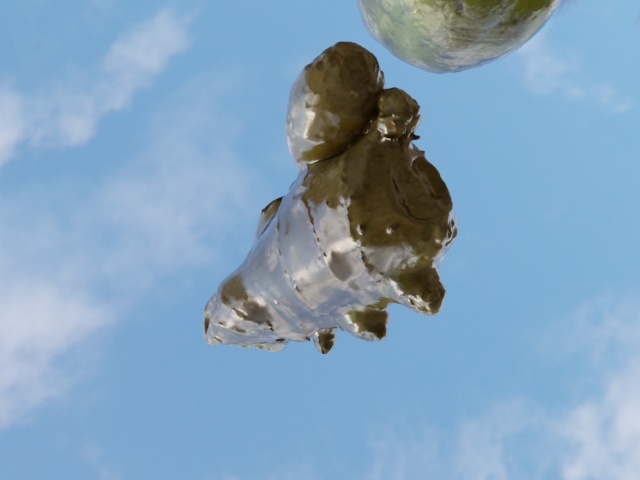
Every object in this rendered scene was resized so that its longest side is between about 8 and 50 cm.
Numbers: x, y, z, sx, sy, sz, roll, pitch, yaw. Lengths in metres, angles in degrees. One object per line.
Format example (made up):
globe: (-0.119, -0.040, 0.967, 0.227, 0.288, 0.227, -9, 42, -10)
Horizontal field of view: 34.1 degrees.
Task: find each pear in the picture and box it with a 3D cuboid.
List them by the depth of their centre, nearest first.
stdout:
pear: (0.177, -0.346, 1.326, 0.269, 0.321, 0.269, 12, -110, -38)

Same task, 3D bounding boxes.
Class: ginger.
ginger: (0.012, 0.003, 0.545, 0.115, 0.205, 0.081, 28, -138, 4)
